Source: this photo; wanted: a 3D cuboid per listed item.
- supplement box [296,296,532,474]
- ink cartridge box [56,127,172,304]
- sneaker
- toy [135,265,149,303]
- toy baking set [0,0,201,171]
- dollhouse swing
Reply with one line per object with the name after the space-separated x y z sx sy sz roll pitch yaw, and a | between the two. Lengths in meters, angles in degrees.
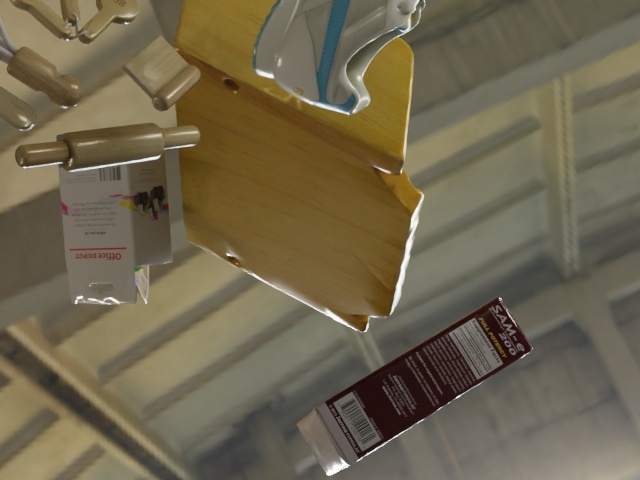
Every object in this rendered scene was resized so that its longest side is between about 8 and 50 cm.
0.100 0.159 1.381 0.239 0.073 0.130 -29 -8 -17 | supplement box
-0.217 -0.026 1.347 0.104 0.181 0.061 -1 4 36 | ink cartridge box
0.041 -0.203 0.923 0.229 0.092 0.087 -62 -9 15 | sneaker
-0.239 -0.036 1.677 0.056 0.237 0.137 -20 -60 8 | toy
-0.213 -0.134 0.990 0.256 0.197 0.030 -18 -22 -43 | toy baking set
0.009 -0.155 1.268 0.305 0.315 0.347 -57 -13 -27 | dollhouse swing
